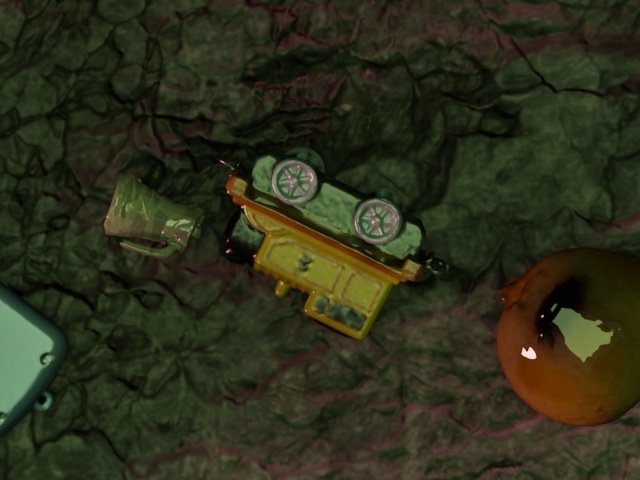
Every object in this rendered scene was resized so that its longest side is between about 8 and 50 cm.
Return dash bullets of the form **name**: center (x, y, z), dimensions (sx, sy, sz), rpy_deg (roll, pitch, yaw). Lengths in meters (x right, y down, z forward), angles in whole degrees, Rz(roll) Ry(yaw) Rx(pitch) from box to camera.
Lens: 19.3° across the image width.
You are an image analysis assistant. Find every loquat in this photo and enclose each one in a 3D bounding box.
- **loquat**: center (0.224, 0.081, 1.572), dimensions (0.163, 0.137, 0.163), rpy_deg (3, 71, -10)

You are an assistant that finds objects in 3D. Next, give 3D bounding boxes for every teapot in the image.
- **teapot**: center (-0.141, -0.017, 1.613), dimensions (0.083, 0.057, 0.067), rpy_deg (17, 62, -7)

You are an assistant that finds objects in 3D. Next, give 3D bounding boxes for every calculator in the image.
- **calculator**: center (-0.314, 0.080, 1.618), dimensions (0.210, 0.039, 0.121), rpy_deg (37, 90, 0)

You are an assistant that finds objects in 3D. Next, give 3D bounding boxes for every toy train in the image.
- **toy train**: center (0.000, 0.000, 1.599), dimensions (0.219, 0.089, 0.127), rpy_deg (26, 98, 0)
